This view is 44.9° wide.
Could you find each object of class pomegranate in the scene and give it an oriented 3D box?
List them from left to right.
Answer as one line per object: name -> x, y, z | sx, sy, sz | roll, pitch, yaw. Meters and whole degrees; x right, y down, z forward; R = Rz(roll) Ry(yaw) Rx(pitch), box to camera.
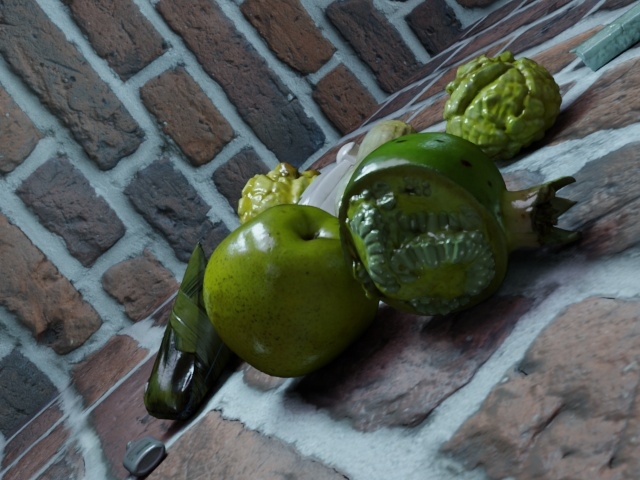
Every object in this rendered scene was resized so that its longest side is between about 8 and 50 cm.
pomegranate -> 0.181, -0.026, 1.074 | 0.340, 0.260, 0.260 | -5, 22, 15

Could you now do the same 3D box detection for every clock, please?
clock -> 0.000, 0.000, 1.599 | 0.342, 0.184, 0.326 | -47, -3, -42

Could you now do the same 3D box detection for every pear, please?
pear -> -0.045, 0.086, 1.269 | 0.294, 0.294, 0.294 | -38, 11, 9

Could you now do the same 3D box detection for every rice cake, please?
rice cake -> 0.636, -0.437, 1.639 | 0.206, 0.063, 0.069 | -36, 17, 22

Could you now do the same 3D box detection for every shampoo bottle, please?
shampoo bottle -> -0.356, 0.423, 1.534 | 0.080, 0.040, 0.165 | -45, 12, -22

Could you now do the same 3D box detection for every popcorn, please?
popcorn -> -0.094, -0.056, 2.039 | 0.332, 0.265, 0.225 | -62, 22, -14
popcorn -> 0.353, -0.272, 1.565 | 0.259, 0.212, 0.259 | -32, 18, 12

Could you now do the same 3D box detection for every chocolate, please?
chocolate -> 0.111, -0.111, 1.439 | 0.134, 0.134, 0.309 | -30, 23, 41

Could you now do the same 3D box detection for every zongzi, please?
zongzi -> -0.281, 0.188, 1.611 | 0.138, 0.300, 0.286 | 8, 35, 22

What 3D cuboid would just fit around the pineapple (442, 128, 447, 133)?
pineapple -> 0.280, -0.219, 1.817 | 0.277, 0.119, 0.130 | -43, -7, -27
